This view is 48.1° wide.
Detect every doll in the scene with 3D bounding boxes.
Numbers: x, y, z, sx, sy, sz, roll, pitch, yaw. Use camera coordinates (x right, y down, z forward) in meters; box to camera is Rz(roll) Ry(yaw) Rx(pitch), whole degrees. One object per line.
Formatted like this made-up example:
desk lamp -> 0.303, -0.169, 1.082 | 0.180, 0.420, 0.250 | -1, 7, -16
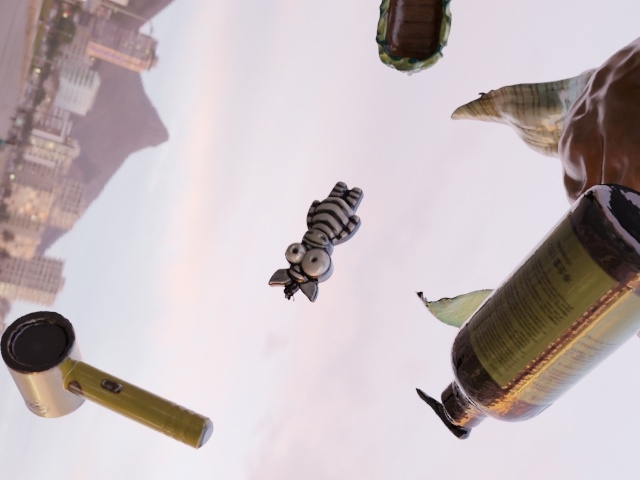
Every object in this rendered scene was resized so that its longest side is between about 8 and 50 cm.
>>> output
doll -> 0.000, 0.000, 1.153 | 0.219, 0.091, 0.067 | -61, 160, -17

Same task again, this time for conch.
conch -> 0.414, -0.206, 1.232 | 0.386, 0.203, 0.170 | -11, -109, 21

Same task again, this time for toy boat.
toy boat -> 0.144, -0.388, 1.042 | 0.099, 0.108, 0.293 | -30, 125, -73

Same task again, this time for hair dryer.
hair dryer -> -0.263, 0.198, 0.902 | 0.135, 0.278, 0.090 | 96, 19, -48

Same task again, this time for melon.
melon -> 0.241, 0.090, 0.997 | 0.114, 0.261, 0.053 | -53, -138, 47

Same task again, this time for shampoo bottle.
shampoo bottle -> 0.178, 0.081, 0.601 | 0.101, 0.101, 0.284 | -98, -151, -43

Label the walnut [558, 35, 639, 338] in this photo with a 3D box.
walnut -> 0.421, -0.045, 0.725 | 0.307, 0.354, 0.398 | -24, -149, 8
